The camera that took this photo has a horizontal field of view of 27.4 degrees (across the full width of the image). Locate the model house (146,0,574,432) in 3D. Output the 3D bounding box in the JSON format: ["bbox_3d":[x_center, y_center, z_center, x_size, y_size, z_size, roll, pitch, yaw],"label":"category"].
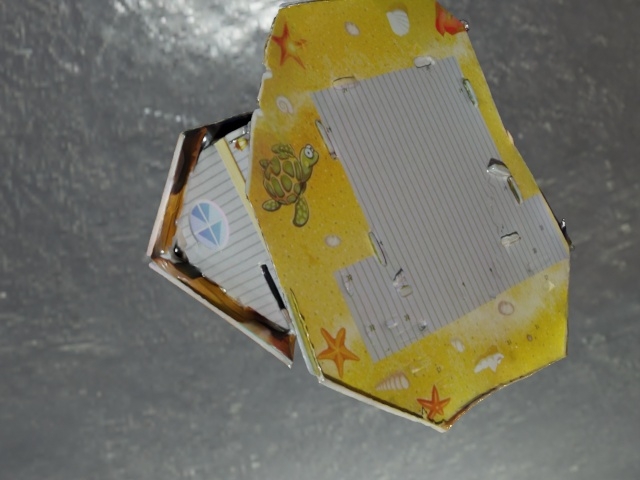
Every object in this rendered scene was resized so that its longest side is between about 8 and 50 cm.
[{"bbox_3d":[0.000,0.000,0.649,0.136,0.207,0.219,-25,180,42],"label":"model house"}]
